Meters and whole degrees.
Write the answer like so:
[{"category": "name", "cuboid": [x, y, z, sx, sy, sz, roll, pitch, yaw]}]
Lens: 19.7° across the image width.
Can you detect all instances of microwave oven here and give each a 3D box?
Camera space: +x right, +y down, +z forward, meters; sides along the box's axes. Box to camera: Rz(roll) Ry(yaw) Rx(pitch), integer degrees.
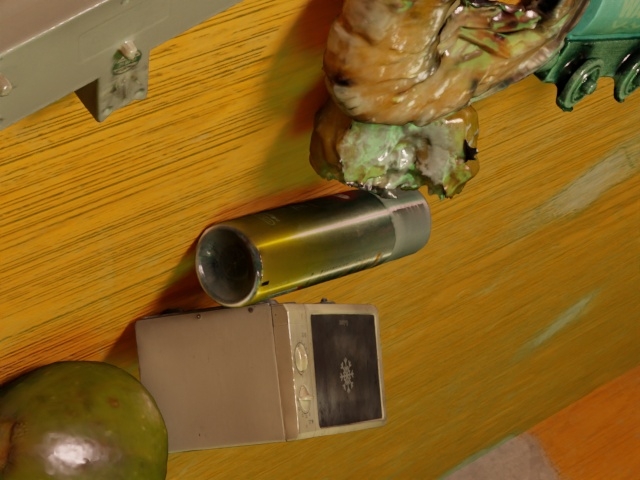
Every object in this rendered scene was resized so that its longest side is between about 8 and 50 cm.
[{"category": "microwave oven", "cuboid": [-0.061, 0.132, 1.834, 0.194, 0.145, 0.240, -5, 176, 22]}]

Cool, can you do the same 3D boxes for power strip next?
[{"category": "power strip", "cuboid": [-0.134, -0.131, 1.199, 0.216, 0.061, 0.145, -31, 161, -20]}]

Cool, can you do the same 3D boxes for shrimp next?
[{"category": "shrimp", "cuboid": [0.141, -0.220, 1.415, 0.233, 0.071, 0.365, 5, 132, -40]}]

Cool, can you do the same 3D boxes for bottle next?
[{"category": "bottle", "cuboid": [0.000, 0.000, 1.780, 0.286, 0.082, 0.082, -15, 152, -52]}]

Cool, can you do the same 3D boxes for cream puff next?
[{"category": "cream puff", "cuboid": [0.062, -0.099, 1.608, 0.156, 0.156, 0.121, -9, 105, -58]}]

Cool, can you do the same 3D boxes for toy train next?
[{"category": "toy train", "cuboid": [0.272, -0.214, 1.761, 0.248, 0.101, 0.159, -14, 138, -56]}]

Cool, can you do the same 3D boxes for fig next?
[{"category": "fig", "cuboid": [-0.236, 0.195, 1.668, 0.181, 0.181, 0.191, -42, 156, 15]}]
